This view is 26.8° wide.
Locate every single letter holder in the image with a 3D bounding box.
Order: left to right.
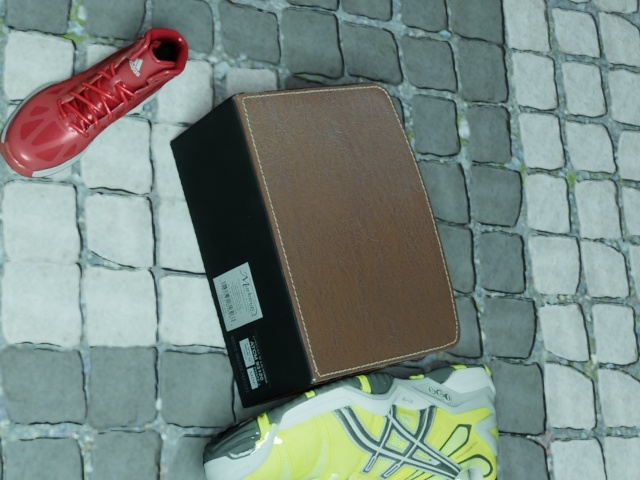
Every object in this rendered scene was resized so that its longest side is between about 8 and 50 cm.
[{"bbox_3d":[0.000,0.000,1.435,0.214,0.152,0.302,-11,80,-35],"label":"letter holder"}]

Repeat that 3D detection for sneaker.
[{"bbox_3d":[-0.223,-0.154,1.361,0.087,0.128,0.221,48,56,-8],"label":"sneaker"},{"bbox_3d":[0.055,0.218,1.375,0.384,0.145,0.147,-4,74,-39],"label":"sneaker"}]
